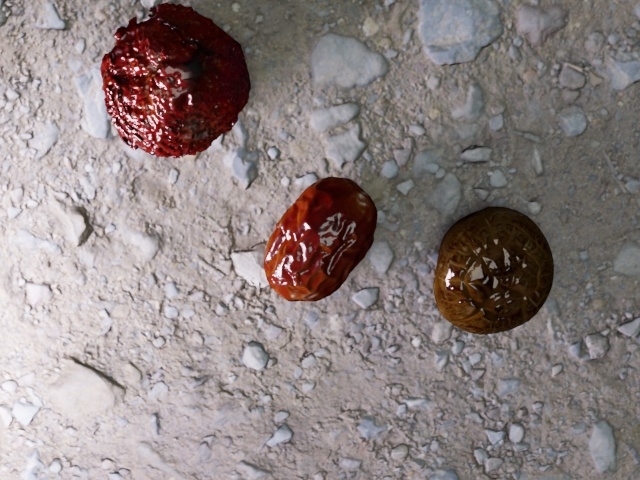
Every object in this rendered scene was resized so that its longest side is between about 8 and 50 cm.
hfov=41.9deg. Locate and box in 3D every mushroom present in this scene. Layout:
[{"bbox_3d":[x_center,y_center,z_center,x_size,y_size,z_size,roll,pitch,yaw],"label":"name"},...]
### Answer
[{"bbox_3d":[0.330,0.063,1.597,0.253,0.153,0.253,-3,106,-12],"label":"mushroom"}]

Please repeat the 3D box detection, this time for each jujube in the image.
[{"bbox_3d":[0.000,0.000,1.554,0.174,0.174,0.250,39,105,-10],"label":"jujube"}]

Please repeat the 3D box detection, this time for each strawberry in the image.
[{"bbox_3d":[-0.253,-0.275,1.452,0.274,0.220,0.273,-1,102,-6],"label":"strawberry"}]
